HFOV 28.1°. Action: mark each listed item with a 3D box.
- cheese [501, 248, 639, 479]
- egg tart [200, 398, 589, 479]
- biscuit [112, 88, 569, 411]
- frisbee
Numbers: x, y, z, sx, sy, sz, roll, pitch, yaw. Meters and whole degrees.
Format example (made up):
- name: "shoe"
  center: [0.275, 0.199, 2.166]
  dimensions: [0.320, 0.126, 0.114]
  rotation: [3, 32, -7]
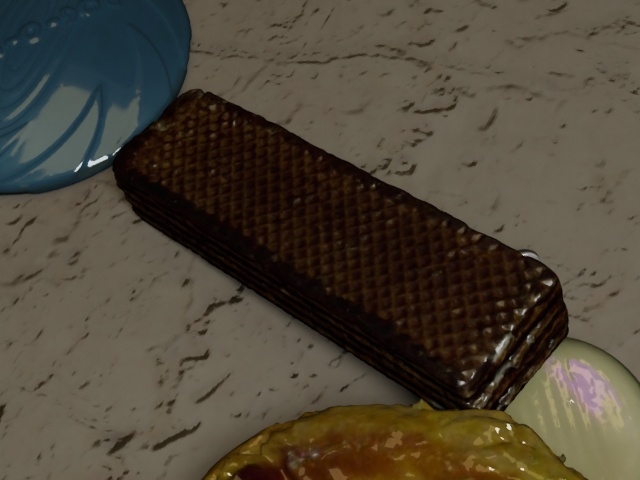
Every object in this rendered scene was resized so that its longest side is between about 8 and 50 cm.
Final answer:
- name: "cheese"
  center: [0.157, 0.104, 0.891]
  dimensions: [0.137, 0.064, 0.227]
  rotation: [-10, 59, 0]
- name: "egg tart"
  center: [0.049, 0.263, 0.760]
  dimensions: [0.351, 0.153, 0.339]
  rotation: [31, 70, 26]
- name: "biscuit"
  center: [0.000, 0.000, 0.942]
  dimensions: [0.388, 0.073, 0.107]
  rotation: [30, 67, 36]
- name: "frisbee"
  center: [-0.258, -0.170, 1.140]
  dimensions: [0.289, 0.049, 0.290]
  rotation: [-4, 59, 7]
